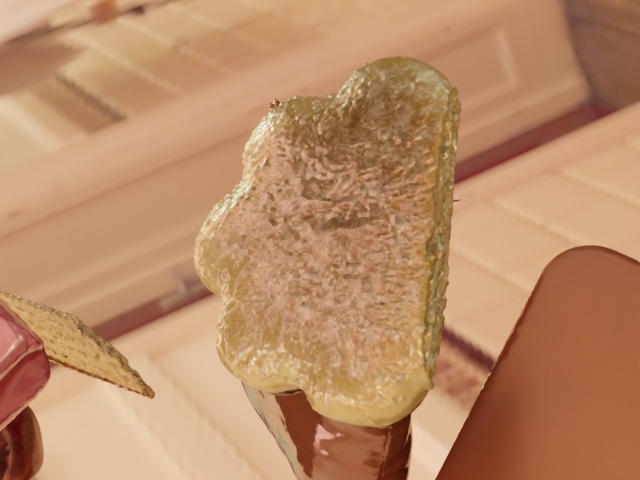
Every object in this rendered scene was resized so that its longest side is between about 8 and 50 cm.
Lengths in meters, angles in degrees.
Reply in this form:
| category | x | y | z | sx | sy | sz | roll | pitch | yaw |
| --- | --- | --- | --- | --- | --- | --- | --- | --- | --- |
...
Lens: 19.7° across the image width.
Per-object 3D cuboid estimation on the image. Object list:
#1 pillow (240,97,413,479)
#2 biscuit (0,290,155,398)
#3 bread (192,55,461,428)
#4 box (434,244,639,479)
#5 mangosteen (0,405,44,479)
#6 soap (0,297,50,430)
| category | x | y | z | sx | sy | sz | roll | pitch | yaw |
| --- | --- | --- | --- | --- | --- | --- | --- | --- | --- |
| pillow | 0.001 | 0.084 | 1.598 | 0.308 | 0.108 | 0.305 | -124 | 31 | -45 |
| biscuit | -0.298 | 0.120 | 2.194 | 0.203 | 0.016 | 0.144 | 14 | 147 | 41 |
| bread | 0.000 | 0.000 | 1.324 | 0.056 | 0.207 | 0.286 | 44 | -137 | -53 |
| box | 0.257 | 0.219 | 1.611 | 0.239 | 0.339 | 0.229 | 24 | 166 | 21 |
| mangosteen | -0.422 | 0.283 | 1.831 | 0.382 | 0.435 | 0.382 | 39 | -148 | -30 |
| soap | -0.391 | 0.135 | 1.336 | 0.233 | 0.359 | 0.128 | 42 | 172 | 11 |
